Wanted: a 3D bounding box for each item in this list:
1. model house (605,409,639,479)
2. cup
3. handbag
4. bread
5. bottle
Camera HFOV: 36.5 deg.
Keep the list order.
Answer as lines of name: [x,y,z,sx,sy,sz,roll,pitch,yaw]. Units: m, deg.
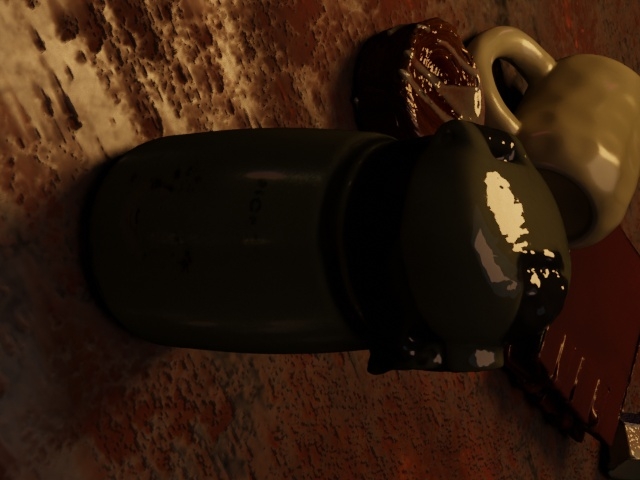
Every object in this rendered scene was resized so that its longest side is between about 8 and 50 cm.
model house: [0.464,0.294,1.434,0.100,0.088,0.100,8,55,-19]
cup: [0.283,-0.135,1.145,0.202,0.173,0.255,-54,128,-38]
handbag: [0.345,0.102,1.285,0.260,0.084,0.276,44,57,-41]
bread: [0.106,-0.148,1.012,0.160,0.073,0.161,8,79,-50]
bottle: [0.000,0.002,0.669,0.168,0.346,0.169,-1,92,-49]
